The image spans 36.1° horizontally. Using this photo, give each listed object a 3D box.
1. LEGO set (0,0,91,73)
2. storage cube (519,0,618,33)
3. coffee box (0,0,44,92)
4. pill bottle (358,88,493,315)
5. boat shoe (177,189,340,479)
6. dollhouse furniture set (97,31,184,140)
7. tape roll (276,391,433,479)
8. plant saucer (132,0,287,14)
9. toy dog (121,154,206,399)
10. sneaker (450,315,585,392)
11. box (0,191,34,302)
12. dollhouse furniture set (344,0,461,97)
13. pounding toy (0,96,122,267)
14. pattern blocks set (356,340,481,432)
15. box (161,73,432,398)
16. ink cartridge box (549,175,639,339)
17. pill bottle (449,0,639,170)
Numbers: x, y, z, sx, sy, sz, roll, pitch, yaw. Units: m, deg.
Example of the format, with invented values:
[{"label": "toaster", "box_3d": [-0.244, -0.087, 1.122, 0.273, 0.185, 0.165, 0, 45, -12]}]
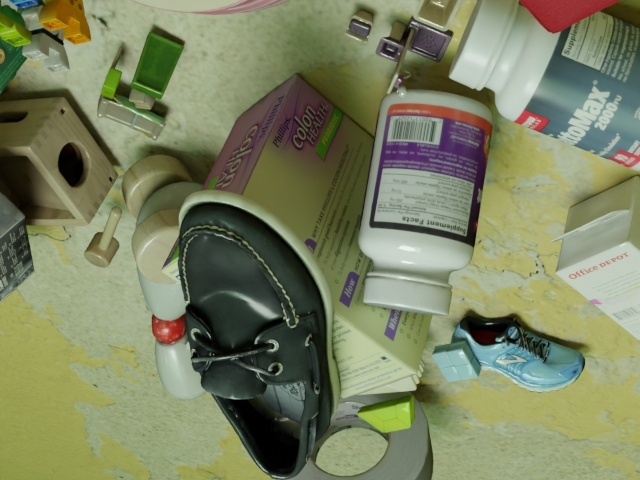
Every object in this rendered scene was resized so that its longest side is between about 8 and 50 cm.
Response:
[{"label": "LEGO set", "box_3d": [-0.272, -0.240, 0.895, 0.087, 0.093, 0.227, -8, 168, 16]}, {"label": "storage cube", "box_3d": [0.166, -0.277, 0.579, 0.193, 0.184, 0.215, 39, 140, -26]}, {"label": "coffee box", "box_3d": [-0.336, -0.244, 0.933, 0.040, 0.113, 0.184, 5, 142, 26]}, {"label": "pill bottle", "box_3d": [0.093, -0.032, 0.903, 0.108, 0.193, 0.108, 10, 174, 1]}, {"label": "boat shoe", "box_3d": [-0.061, 0.103, 0.873, 0.127, 0.113, 0.340, 9, 142, 15]}, {"label": "dollhouse furniture set", "box_3d": [-0.188, -0.163, 1.037, 0.076, 0.059, 0.151, 22, 164, -13]}, {"label": "tape roll", "box_3d": [0.042, 0.285, 1.333, 0.219, 0.219, 0.072, 7, 142, 19]}, {"label": "plant saucer", "box_3d": [-0.127, -0.305, 0.774, 0.332, 0.084, 0.332, 14, 143, 11]}, {"label": "toy dog", "box_3d": [-0.133, 0.041, 1.164, 0.161, 0.220, 0.334, -11, 152, -10]}, {"label": "sneaker", "box_3d": [0.234, 0.131, 1.173, 0.162, 0.063, 0.073, 11, 140, 13]}, {"label": "box", "box_3d": [-0.446, -0.052, 1.133, 0.242, 0.076, 0.307, 45, 161, -2]}, {"label": "dollhouse furniture set", "box_3d": [0.071, -0.182, 0.833, 0.091, 0.081, 0.114, 22, 144, -2]}, {"label": "pounding toy", "box_3d": [-0.289, -0.067, 1.148, 0.181, 0.094, 0.206, 1, 140, 29]}, {"label": "pattern blocks set", "box_3d": [0.026, 0.134, 1.244, 0.325, 0.026, 0.285, -29, 107, 40]}, {"label": "box", "box_3d": [0.000, 0.000, 0.990, 0.243, 0.213, 0.117, 38, 140, -22]}, {"label": "ink cartridge box", "box_3d": [0.305, 0.013, 0.961, 0.143, 0.090, 0.092, 37, 141, -19]}, {"label": "pill bottle", "box_3d": [0.203, -0.137, 0.805, 0.180, 0.108, 0.108, 22, 144, 0]}]
